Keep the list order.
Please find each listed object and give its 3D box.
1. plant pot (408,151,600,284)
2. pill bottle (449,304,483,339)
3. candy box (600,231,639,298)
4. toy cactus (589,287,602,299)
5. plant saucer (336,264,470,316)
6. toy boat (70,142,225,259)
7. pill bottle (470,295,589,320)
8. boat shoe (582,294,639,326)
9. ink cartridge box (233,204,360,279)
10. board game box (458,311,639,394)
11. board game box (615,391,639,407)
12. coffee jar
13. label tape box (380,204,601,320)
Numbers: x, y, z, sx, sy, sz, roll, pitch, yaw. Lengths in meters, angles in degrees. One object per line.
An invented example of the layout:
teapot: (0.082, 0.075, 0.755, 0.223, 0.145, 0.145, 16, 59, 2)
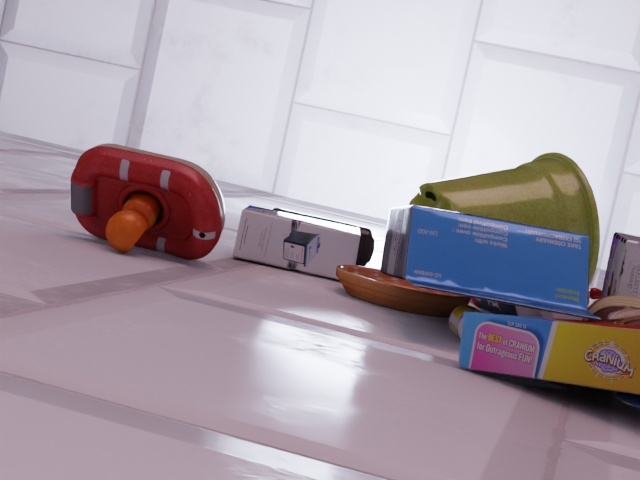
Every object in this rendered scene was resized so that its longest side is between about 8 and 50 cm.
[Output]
plant pot: (0.292, -0.013, 2.133, 0.253, 0.276, 0.276, -1, 10, -21)
pill bottle: (0.188, 0.106, 1.591, 0.043, 0.043, 0.083, 12, 5, -7)
candy box: (0.464, 0.079, 1.868, 0.070, 0.165, 0.196, 11, 5, 7)
toy cactus: (0.570, 0.113, 2.119, 0.180, 0.112, 0.219, 13, -4, -20)
plant saucer: (0.117, 0.075, 1.816, 0.200, 0.037, 0.200, 12, 4, -1)
toy boat: (-0.253, -0.036, 1.761, 0.231, 0.151, 0.151, 12, 35, 8)
pill bottle: (0.315, 0.073, 1.905, 0.108, 0.108, 0.180, 8, 6, -38)
boat shoe: (0.503, 0.143, 1.590, 0.342, 0.123, 0.123, 10, 13, 13)
ink cartridge box: (-0.035, 0.004, 1.993, 0.190, 0.082, 0.139, 11, 5, 0)
board game box: (0.347, 0.126, 1.347, 0.316, 0.064, 0.242, 3, -2, 45)
board game box: (0.386, 0.183, 1.278, 0.168, 0.033, 0.133, 5, 4, 9)
coffee jar: (0.000, 0.000, 2.120, 0.184, 0.079, 0.096, 12, -2, 1)
label tape box: (0.221, 0.023, 1.653, 0.240, 0.106, 0.333, 10, 0, -4)
